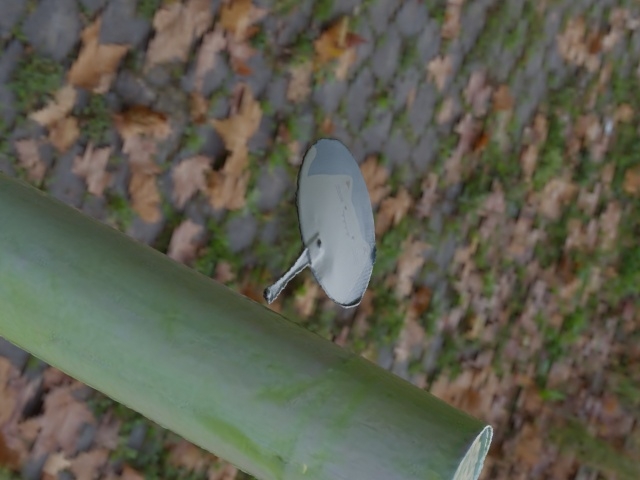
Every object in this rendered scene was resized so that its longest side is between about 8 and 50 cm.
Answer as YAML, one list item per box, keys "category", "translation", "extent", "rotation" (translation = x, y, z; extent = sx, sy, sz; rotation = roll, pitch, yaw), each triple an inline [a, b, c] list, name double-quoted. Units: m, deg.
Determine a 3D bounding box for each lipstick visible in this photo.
- category: "lipstick"
  translation: [-0.068, 0.049, 0.648]
  extent: [0.076, 0.304, 0.076]
  rotation: [-52, 157, -33]

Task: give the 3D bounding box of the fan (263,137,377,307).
- category: "fan"
  translation: [0.000, 0.000, 0.881]
  extent: [0.175, 0.005, 0.113]
  rotation: [-46, 123, -57]
